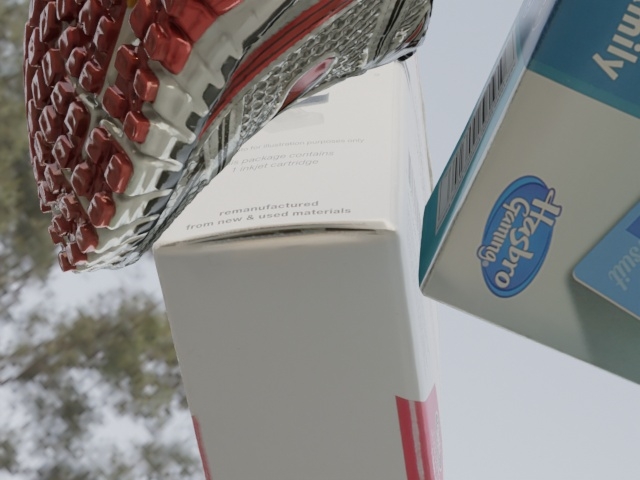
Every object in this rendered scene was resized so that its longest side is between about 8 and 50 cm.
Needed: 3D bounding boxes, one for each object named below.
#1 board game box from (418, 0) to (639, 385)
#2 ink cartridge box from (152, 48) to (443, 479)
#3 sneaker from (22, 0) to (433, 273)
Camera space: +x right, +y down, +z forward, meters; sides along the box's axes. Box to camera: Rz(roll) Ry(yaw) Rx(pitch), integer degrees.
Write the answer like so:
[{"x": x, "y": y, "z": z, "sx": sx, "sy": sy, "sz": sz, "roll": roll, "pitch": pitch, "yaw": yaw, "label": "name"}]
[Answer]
[{"x": 0.231, "y": -0.040, "z": 0.460, "sx": 0.336, "sy": 0.079, "sz": 0.254, "roll": 23, "pitch": -69, "yaw": -3, "label": "board game box"}, {"x": 0.000, "y": 0.000, "z": 0.684, "sx": 0.092, "sy": 0.218, "sz": 0.159, "roll": -4, "pitch": -56, "yaw": 8, "label": "ink cartridge box"}, {"x": -0.016, "y": -0.060, "z": 0.464, "sx": 0.225, "sy": 0.092, "sz": 0.088, "roll": -45, "pitch": -129, "yaw": 43, "label": "sneaker"}]
